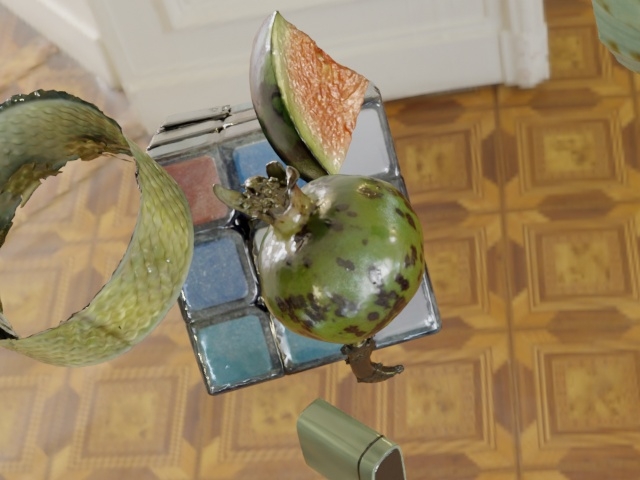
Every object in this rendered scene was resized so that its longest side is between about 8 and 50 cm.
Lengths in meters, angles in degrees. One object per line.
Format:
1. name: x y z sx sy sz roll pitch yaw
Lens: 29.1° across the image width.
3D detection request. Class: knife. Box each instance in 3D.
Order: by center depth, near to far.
1. knife: 0.036 0.102 1.156 0.045 0.222 0.021 -31 65 3

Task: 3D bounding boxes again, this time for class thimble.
1. thimble: -0.277 -0.008 1.304 0.271 0.150 0.271 -6 70 18

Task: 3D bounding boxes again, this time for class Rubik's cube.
1. Rubik's cube: -0.043 -0.020 1.782 0.363 0.362 0.359 -11 11 2

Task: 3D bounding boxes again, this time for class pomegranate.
1. pomegranate: 0.000 0.000 0.833 0.122 0.161 0.122 -39 27 24

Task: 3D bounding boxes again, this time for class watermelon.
1. watermelon: -0.035 -0.160 1.360 0.137 0.145 0.193 -51 31 12

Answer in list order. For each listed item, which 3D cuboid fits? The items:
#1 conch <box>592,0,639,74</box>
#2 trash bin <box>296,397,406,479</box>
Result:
1. conch: 0.238 -0.162 0.656 0.200 0.172 0.131 -12 22 -19
2. trash bin: 0.040 0.272 1.549 0.130 0.116 0.059 28 54 34
